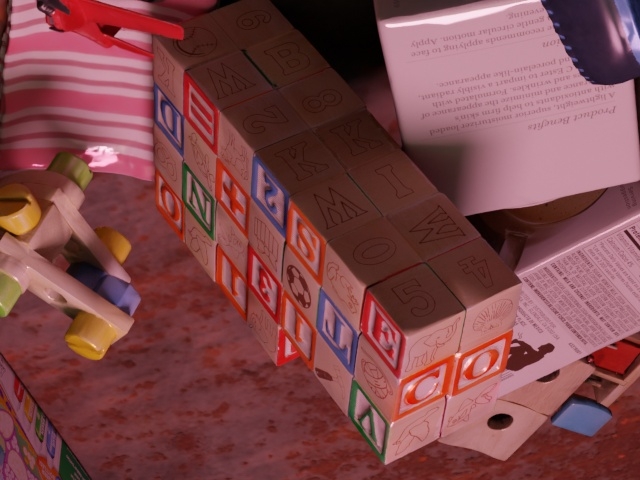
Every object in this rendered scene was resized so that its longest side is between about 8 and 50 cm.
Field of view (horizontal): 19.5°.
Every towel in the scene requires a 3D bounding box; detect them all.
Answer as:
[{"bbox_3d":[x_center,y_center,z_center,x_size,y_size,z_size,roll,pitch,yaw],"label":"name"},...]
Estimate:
[{"bbox_3d":[-0.147,-0.116,1.275,0.144,0.029,0.197,4,136,-13],"label":"towel"}]

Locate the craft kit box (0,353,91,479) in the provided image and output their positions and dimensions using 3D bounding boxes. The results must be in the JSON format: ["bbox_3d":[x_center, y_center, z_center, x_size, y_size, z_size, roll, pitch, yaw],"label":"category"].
[{"bbox_3d":[-0.246,0.230,1.475,0.061,0.247,0.250,-15,137,10],"label":"craft kit box"}]

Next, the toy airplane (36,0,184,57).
[{"bbox_3d":[-0.149,-0.139,1.157,0.151,0.151,0.028,16,93,-23],"label":"toy airplane"}]

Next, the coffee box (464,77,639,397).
[{"bbox_3d":[0.195,-0.030,1.313,0.297,0.168,0.119,-28,133,20],"label":"coffee box"}]

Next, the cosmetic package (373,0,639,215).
[{"bbox_3d":[0.114,-0.135,1.199,0.151,0.151,0.184,-10,137,3],"label":"cosmetic package"}]

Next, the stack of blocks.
[{"bbox_3d":[0.000,0.000,1.216,0.087,0.297,0.171,-24,144,-23],"label":"stack of blocks"}]

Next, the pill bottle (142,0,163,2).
[{"bbox_3d":[-0.166,-0.210,1.109,0.184,0.103,0.103,11,134,-24],"label":"pill bottle"}]

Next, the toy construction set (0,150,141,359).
[{"bbox_3d":[-0.264,-0.060,1.209,0.215,0.151,0.328,1,128,45],"label":"toy construction set"}]

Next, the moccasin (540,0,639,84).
[{"bbox_3d":[0.093,-0.242,1.037,0.117,0.137,0.342,-21,92,26],"label":"moccasin"}]

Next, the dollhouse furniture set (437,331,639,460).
[{"bbox_3d":[0.195,0.095,1.473,0.183,0.129,0.129,19,131,-24],"label":"dollhouse furniture set"}]
